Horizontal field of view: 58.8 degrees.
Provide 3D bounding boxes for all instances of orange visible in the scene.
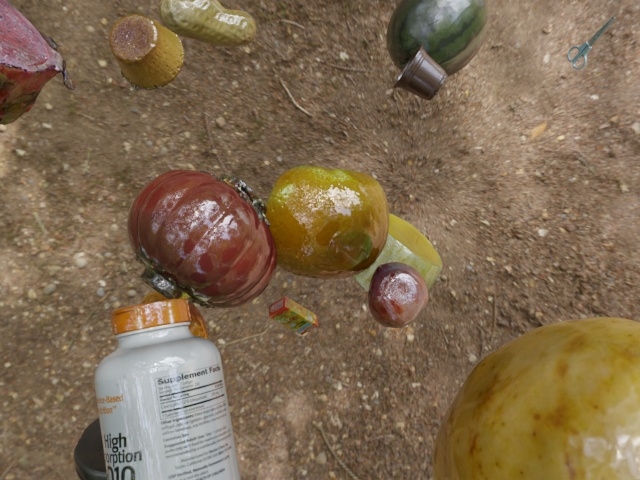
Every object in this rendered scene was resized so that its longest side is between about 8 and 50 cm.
[{"bbox_3d":[0.025,-0.036,1.298,0.335,0.196,0.262,8,99,-28],"label":"orange"}]

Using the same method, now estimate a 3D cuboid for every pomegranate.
[{"bbox_3d":[0.323,0.290,0.619,0.410,0.410,0.410,1,96,9],"label":"pomegranate"}]

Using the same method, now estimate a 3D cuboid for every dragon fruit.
[{"bbox_3d":[-0.663,-0.298,1.017,0.314,0.296,0.263,42,111,-14],"label":"dragon fruit"}]

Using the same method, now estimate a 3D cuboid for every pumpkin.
[{"bbox_3d":[0.261,0.060,1.896,0.332,0.332,0.199,39,119,4],"label":"pumpkin"}]

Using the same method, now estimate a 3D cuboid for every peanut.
[{"bbox_3d":[-0.253,-0.504,1.296,0.226,0.095,0.108,10,118,-26],"label":"peanut"}]

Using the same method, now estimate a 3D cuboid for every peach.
[{"bbox_3d":[0.169,0.121,1.335,0.152,0.152,0.152,1,96,9],"label":"peach"}]

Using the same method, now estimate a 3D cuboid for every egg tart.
[{"bbox_3d":[-0.536,-0.577,1.718,0.215,0.171,0.215,-1,83,8],"label":"egg tart"}]

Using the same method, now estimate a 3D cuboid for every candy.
[{"bbox_3d":[-0.070,0.194,1.460,0.062,0.038,0.122,-34,128,28],"label":"candy"}]

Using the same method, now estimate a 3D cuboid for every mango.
[{"bbox_3d":[-0.326,0.186,1.257,0.217,0.102,0.141,33,130,33],"label":"mango"}]

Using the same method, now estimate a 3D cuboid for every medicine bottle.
[{"bbox_3d":[-0.193,0.222,0.711,0.157,0.157,0.288,-13,82,10],"label":"medicine bottle"}]

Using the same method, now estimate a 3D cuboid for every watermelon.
[{"bbox_3d":[0.347,-0.633,1.711,0.279,0.279,0.359,41,80,3],"label":"watermelon"}]

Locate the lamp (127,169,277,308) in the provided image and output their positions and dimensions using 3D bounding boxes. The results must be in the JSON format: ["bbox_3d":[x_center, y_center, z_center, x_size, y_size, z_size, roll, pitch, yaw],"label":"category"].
[{"bbox_3d":[-0.224,0.001,1.093,0.303,0.303,0.257,36,74,4],"label":"lamp"}]

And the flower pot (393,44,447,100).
[{"bbox_3d":[0.230,-0.366,1.271,0.089,0.111,0.111,33,100,-5],"label":"flower pot"}]

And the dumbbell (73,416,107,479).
[{"bbox_3d":[-0.277,0.425,0.932,0.185,0.185,0.388,-3,111,9],"label":"dumbbell"}]

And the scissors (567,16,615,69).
[{"bbox_3d":[0.374,-0.273,0.781,0.006,0.083,0.036,-7,64,-27],"label":"scissors"}]
